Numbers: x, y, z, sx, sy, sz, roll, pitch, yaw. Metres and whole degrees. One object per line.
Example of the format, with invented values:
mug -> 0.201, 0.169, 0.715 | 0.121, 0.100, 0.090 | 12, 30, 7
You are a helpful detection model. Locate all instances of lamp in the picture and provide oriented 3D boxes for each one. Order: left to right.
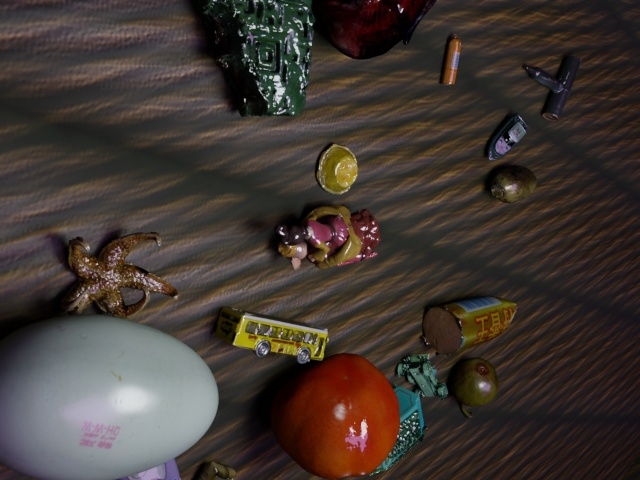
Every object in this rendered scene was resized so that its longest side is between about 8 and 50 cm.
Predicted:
lamp -> 0.000, 0.000, 1.266 | 0.253, 0.118, 0.118 | -12, 111, -42

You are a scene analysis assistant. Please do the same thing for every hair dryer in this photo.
hair dryer -> 0.584, -0.427, 1.729 | 0.195, 0.050, 0.173 | 30, 79, -41

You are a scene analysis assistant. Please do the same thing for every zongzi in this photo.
zongzi -> -0.205, 0.456, 1.270 | 0.083, 0.040, 0.076 | -52, 139, -3

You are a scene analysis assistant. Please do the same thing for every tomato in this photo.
tomato -> 0.037, 0.330, 1.305 | 0.259, 0.259, 0.180 | -25, 132, -36

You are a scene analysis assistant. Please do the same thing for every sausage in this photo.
sausage -> 0.284, -0.390, 1.463 | 0.031, 0.031, 0.107 | 1, 102, -43
sausage -> 0.391, 0.204, 1.693 | 0.317, 0.117, 0.125 | -5, 129, -42

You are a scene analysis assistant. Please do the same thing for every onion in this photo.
onion -> 0.089, -0.442, 1.145 | 0.221, 0.281, 0.281 | 18, 90, -12

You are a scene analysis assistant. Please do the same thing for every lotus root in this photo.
lotus root -> 0.482, -0.143, 1.686 | 0.179, 0.089, 0.080 | -18, 158, -43

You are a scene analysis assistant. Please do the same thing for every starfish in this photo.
starfish -> -0.298, 0.050, 1.023 | 0.189, 0.074, 0.146 | 10, 98, -44

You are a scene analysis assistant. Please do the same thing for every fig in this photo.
fig -> 0.395, 0.403, 1.789 | 0.124, 0.124, 0.236 | -38, 150, -29

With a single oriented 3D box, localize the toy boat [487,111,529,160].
toy boat -> 0.450, -0.246, 1.650 | 0.055, 0.060, 0.141 | 47, 74, -16

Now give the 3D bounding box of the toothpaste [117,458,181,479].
toothpaste -> -0.293, 0.400, 1.154 | 0.125, 0.080, 0.371 | -27, 112, -32

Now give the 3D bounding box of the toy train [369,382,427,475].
toy train -> 0.123, 0.396, 1.469 | 0.203, 0.163, 0.112 | -33, 122, -32

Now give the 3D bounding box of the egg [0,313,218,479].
egg -> -0.304, 0.223, 0.965 | 0.371, 0.230, 0.230 | 14, 93, -46

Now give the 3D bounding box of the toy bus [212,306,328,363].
toy bus -> -0.090, 0.178, 1.262 | 0.226, 0.081, 0.074 | 18, 86, -42

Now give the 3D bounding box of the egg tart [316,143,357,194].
egg tart -> 0.039, -0.135, 1.308 | 0.105, 0.039, 0.105 | -16, 115, -38

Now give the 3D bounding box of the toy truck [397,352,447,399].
toy truck -> 0.250, 0.323, 1.636 | 0.154, 0.080, 0.078 | 54, 39, -39

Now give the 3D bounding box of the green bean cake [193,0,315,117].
green bean cake -> -0.107, -0.296, 1.074 | 0.193, 0.107, 0.208 | -7, 109, -43
